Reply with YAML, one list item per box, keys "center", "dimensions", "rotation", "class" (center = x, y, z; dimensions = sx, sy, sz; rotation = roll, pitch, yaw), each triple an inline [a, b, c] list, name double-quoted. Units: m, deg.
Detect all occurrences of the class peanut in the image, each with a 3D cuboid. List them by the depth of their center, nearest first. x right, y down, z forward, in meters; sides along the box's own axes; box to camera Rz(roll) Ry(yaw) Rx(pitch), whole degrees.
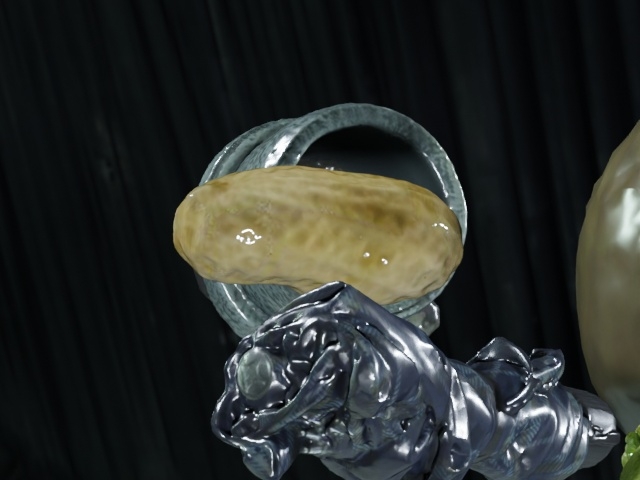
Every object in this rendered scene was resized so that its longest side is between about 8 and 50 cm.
- center: [0.000, 0.000, 1.142]
  dimensions: [0.226, 0.108, 0.095]
  rotation: [7, 31, -20]
  class: "peanut"

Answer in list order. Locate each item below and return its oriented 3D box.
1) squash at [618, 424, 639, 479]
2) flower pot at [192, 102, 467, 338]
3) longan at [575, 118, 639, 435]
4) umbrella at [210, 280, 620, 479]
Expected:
- center: [0.272, 0.195, 1.106]
  dimensions: [0.137, 0.137, 0.287]
  rotation: [-8, 16, 17]
  class: "squash"
- center: [0.016, -0.009, 1.717]
  dimensions: [0.299, 0.299, 0.283]
  rotation: [-20, -1, -26]
  class: "flower pot"
- center: [0.422, 0.059, 1.320]
  dimensions: [0.404, 0.435, 0.404]
  rotation: [-14, 28, 7]
  class: "longan"
- center: [0.054, 0.076, 0.620]
  dimensions: [0.080, 0.071, 0.224]
  rotation: [-38, -30, 26]
  class: "umbrella"
